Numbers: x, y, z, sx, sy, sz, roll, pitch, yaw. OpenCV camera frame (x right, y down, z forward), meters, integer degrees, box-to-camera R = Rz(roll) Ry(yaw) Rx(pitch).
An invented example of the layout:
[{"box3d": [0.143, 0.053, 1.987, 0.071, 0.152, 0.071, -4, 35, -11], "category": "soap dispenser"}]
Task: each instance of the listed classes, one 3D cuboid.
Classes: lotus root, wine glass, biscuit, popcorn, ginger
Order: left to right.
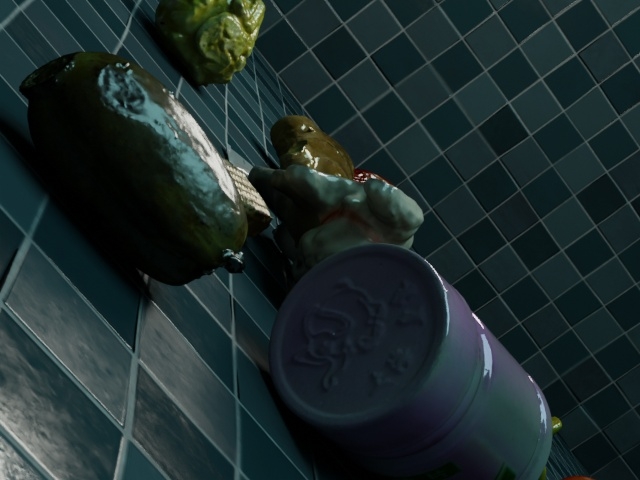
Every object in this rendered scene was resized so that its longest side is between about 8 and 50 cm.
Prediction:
[{"box3d": [-0.158, -0.062, 1.041, 0.241, 0.124, 0.123, 54, 23, -17], "category": "lotus root"}, {"box3d": [-0.143, -0.066, 1.402, 0.094, 0.054, 0.379, 56, 8, 13], "category": "biscuit"}, {"box3d": [-0.196, -0.364, 2.034, 0.185, 0.167, 0.187, 31, -30, 5], "category": "popcorn"}, {"box3d": [-0.008, 0.036, 1.709, 0.155, 0.072, 0.072, 59, 9, 34], "category": "wine glass"}, {"box3d": [-0.002, -0.104, 2.180, 0.219, 0.123, 0.270, 44, 22, -35], "category": "ginger"}]

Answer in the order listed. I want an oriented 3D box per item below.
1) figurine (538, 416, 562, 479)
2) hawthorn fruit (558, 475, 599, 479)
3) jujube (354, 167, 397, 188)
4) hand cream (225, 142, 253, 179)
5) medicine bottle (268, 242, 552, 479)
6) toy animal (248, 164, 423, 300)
[{"box3d": [0.344, 0.439, 1.602, 0.338, 0.205, 0.283, 64, -14, -4], "category": "figurine"}, {"box3d": [0.419, 0.470, 1.896, 0.205, 0.205, 0.253, 46, 2, -42], "category": "hawthorn fruit"}, {"box3d": [0.075, -0.068, 2.391, 0.236, 0.168, 0.168, 33, 16, -23], "category": "jujube"}, {"box3d": [-0.078, -0.073, 1.911, 0.216, 0.038, 0.052, 42, -12, -30], "category": "hand cream"}, {"box3d": [0.107, 0.165, 1.299, 0.325, 0.212, 0.212, 45, 12, -50], "category": "medicine bottle"}, {"box3d": [0.000, 0.000, 1.589, 0.308, 0.188, 0.266, 12, 3, 29], "category": "toy animal"}]
